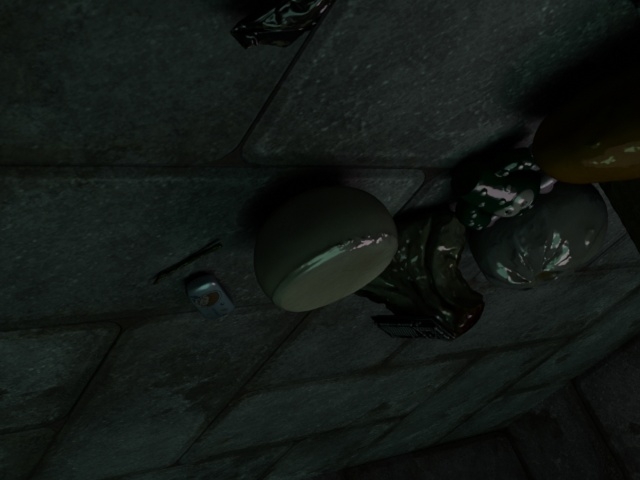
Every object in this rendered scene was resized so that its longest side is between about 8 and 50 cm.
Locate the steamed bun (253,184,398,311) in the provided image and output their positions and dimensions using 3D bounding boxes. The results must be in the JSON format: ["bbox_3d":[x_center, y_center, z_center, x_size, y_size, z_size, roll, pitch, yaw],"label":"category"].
[{"bbox_3d":[0.000,0.000,1.687,0.283,0.177,0.283,-23,157,-10],"label":"steamed bun"}]

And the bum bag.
[{"bbox_3d":[-0.009,-0.337,1.181,0.248,0.069,0.102,-37,176,18],"label":"bum bag"}]

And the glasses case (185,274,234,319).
[{"bbox_3d":[-0.230,0.120,1.863,0.067,0.045,0.178,-25,153,-1],"label":"glasses case"}]

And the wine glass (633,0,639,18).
[{"bbox_3d":[0.699,-0.446,1.512,0.321,0.143,0.143,-36,152,24],"label":"wine glass"}]

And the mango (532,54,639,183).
[{"bbox_3d":[0.617,-0.232,1.686,0.446,0.232,0.300,-22,-165,8],"label":"mango"}]

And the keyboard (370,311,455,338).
[{"bbox_3d":[0.202,0.192,1.982,0.094,0.025,0.230,39,158,-20],"label":"keyboard"}]

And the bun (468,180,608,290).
[{"bbox_3d":[0.529,-0.002,2.115,0.355,0.194,0.354,-20,157,-9],"label":"bun"}]

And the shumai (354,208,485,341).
[{"bbox_3d":[0.225,0.115,2.000,0.304,0.263,0.309,-22,154,-10],"label":"shumai"}]

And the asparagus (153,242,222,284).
[{"bbox_3d":[-0.261,0.044,1.730,0.163,0.016,0.016,-28,144,11],"label":"asparagus"}]

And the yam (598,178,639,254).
[{"bbox_3d":[0.739,-0.111,1.989,0.195,0.300,0.195,-20,161,-7],"label":"yam"}]

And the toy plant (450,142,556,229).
[{"bbox_3d":[0.387,-0.111,1.888,0.233,0.112,0.243,-26,149,13],"label":"toy plant"}]
